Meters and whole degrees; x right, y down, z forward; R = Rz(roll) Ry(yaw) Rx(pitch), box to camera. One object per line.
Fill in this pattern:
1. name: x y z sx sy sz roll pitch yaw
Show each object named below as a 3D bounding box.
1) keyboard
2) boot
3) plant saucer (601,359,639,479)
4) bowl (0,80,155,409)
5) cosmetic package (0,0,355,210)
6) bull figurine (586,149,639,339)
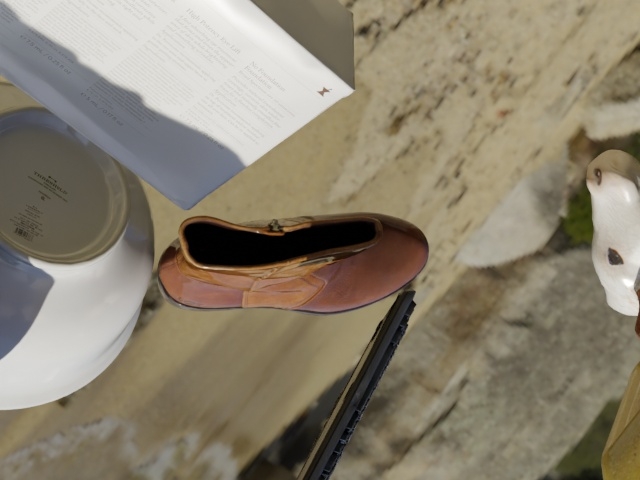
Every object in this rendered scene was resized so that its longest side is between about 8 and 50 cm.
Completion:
1. keyboard: 0.019 0.125 0.850 0.180 0.023 0.108 -59 177 -26
2. boot: 0.000 0.000 1.001 0.280 0.264 0.096 144 -54 -74
3. plant saucer: 0.305 0.054 0.833 0.332 0.081 0.333 -58 168 18
4. bowl: -0.250 -0.020 0.992 0.134 0.298 0.298 -34 -171 46
5. cosmetic package: -0.101 -0.117 0.444 0.099 0.239 0.060 -31 -144 31
6. bull figurine: 0.255 0.034 0.499 0.101 0.310 0.188 -16 144 -45
